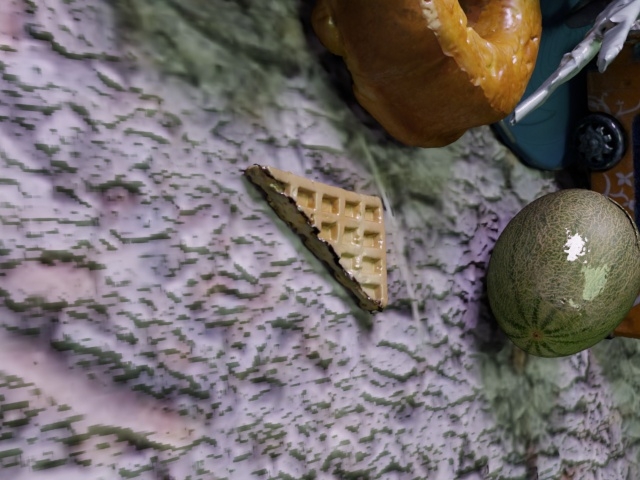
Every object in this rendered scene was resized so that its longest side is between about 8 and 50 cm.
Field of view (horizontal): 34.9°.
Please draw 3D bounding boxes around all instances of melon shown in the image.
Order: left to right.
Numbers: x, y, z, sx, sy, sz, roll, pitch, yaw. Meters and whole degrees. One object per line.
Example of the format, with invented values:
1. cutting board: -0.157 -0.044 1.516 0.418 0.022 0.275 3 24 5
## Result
1. melon: 0.230 0.025 0.953 0.139 0.139 0.192 60 44 -23

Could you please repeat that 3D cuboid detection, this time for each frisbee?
1. frisbee: 0.243 -0.219 1.079 0.290 0.049 0.289 12 75 -48

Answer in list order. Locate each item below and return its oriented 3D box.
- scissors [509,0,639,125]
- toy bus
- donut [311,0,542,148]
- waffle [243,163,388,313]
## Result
1. scissors: 0.264 -0.200 0.851 0.029 0.256 0.383 53 44 -7
2. toy bus: 0.385 -0.060 1.080 0.162 0.194 0.323 -23 112 -48
3. donut: 0.095 -0.193 0.855 0.227 0.114 0.226 14 71 -47
4. waffle: 0.000 0.000 0.778 0.153 0.023 0.097 14 72 -49
